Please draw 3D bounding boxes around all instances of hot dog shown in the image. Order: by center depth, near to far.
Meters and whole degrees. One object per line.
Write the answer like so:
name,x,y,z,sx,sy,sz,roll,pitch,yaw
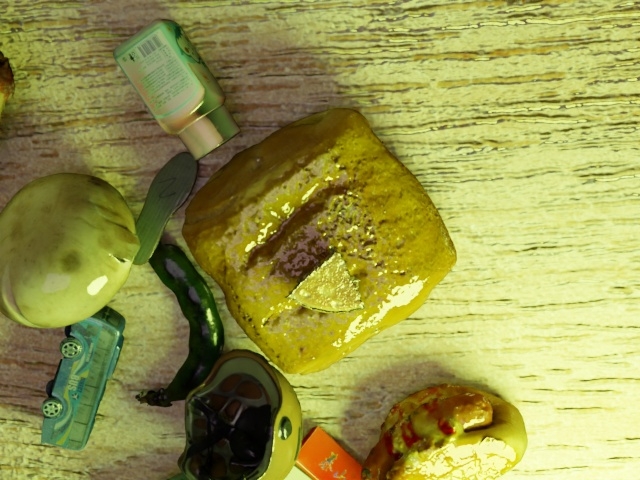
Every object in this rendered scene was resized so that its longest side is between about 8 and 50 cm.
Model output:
hot dog,0.170,0.309,1.408,0.257,0.150,0.153,-39,106,13

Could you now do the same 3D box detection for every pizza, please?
pizza,0.019,0.066,1.284,0.099,0.029,0.100,38,106,-17

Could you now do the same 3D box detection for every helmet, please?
helmet,-0.104,0.285,1.419,0.198,0.130,0.224,6,74,38

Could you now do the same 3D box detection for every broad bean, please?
broad bean,-0.218,0.129,1.456,0.144,0.049,0.292,4,105,9

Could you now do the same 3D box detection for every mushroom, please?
mushroom,-0.372,0.019,1.372,0.255,0.255,0.184,-13,136,10

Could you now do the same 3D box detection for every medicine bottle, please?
medicine bottle,-0.196,-0.211,1.337,0.094,0.119,0.188,-33,97,9

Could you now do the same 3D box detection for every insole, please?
insole,-0.240,-0.049,1.418,0.064,0.004,0.188,29,92,14

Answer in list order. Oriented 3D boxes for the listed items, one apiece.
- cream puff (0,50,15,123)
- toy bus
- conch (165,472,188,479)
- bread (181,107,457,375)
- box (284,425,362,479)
cream puff,-0.580,-0.189,1.296,0.228,0.350,0.350,38,105,4
toy bus,-0.375,0.211,1.486,0.094,0.079,0.236,17,105,-14
conch,-0.182,0.444,1.491,0.188,0.122,0.176,47,119,-2
bread,-0.001,0.002,1.349,0.328,0.148,0.337,-31,99,13
box,-0.033,0.420,1.441,0.139,0.035,0.245,44,68,-4
